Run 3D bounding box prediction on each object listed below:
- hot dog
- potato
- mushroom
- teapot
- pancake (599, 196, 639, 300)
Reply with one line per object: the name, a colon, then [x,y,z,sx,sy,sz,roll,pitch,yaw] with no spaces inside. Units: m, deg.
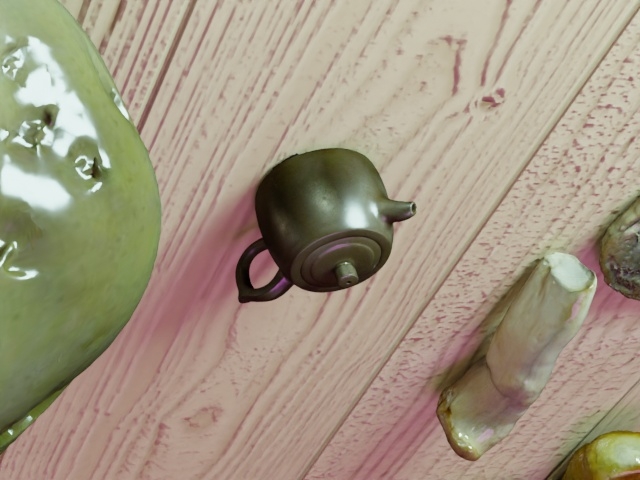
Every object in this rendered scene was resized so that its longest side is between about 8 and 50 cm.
hot dog: [0.231,0.244,1.294,0.088,0.061,0.286,-3,145,-17]
potato: [-0.220,0.021,0.612,0.326,0.221,0.243,-30,-172,18]
mushroom: [0.134,0.082,1.018,0.054,0.059,0.202,-17,150,-34]
teapot: [0.000,0.000,0.832,0.121,0.068,0.076,-32,144,18]
pancake: [0.258,-0.005,0.987,0.158,0.028,0.158,-10,146,-7]
